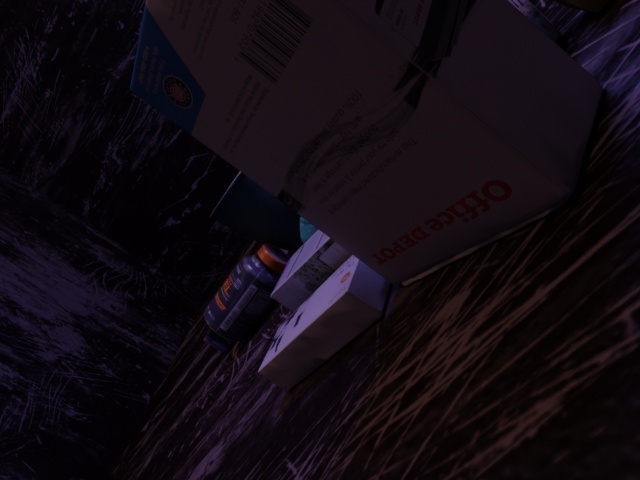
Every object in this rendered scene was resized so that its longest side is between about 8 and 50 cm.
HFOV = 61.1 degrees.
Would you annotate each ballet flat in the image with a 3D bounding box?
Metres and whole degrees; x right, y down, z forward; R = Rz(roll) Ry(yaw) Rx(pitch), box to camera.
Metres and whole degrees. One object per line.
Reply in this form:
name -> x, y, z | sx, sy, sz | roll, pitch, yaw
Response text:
ballet flat -> 0.000, 0.000, 1.050 | 0.247, 0.083, 0.087 | 55, -145, -80

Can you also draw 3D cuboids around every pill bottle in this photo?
pill bottle -> -0.176, 0.125, 1.366 | 0.246, 0.130, 0.130 | -52, 10, 14

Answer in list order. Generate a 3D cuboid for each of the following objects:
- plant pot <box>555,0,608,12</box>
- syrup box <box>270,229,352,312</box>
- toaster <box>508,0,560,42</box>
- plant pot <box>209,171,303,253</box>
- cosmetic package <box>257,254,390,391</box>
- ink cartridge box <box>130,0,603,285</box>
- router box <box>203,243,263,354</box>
plant pot -> 0.312, -0.317, 0.644 | 0.081, 0.083, 0.081 | -51, 12, 24
syrup box -> 0.025, 0.030, 0.828 | 0.237, 0.093, 0.096 | -45, 14, 47
toaster -> 0.212, -0.277, 0.736 | 0.146, 0.129, 0.227 | -46, 55, 32
plant pot -> -0.105, -0.101, 1.413 | 0.271, 0.255, 0.271 | -53, 11, 15
cosmetic package -> 0.003, 0.113, 0.757 | 0.239, 0.060, 0.099 | -47, 13, 39
ink cartridge box -> 0.029, -0.157, 0.563 | 0.166, 0.395, 0.285 | -58, 10, -30
router box -> -0.224, 0.162, 1.615 | 0.243, 0.081, 0.309 | -53, 10, 13
